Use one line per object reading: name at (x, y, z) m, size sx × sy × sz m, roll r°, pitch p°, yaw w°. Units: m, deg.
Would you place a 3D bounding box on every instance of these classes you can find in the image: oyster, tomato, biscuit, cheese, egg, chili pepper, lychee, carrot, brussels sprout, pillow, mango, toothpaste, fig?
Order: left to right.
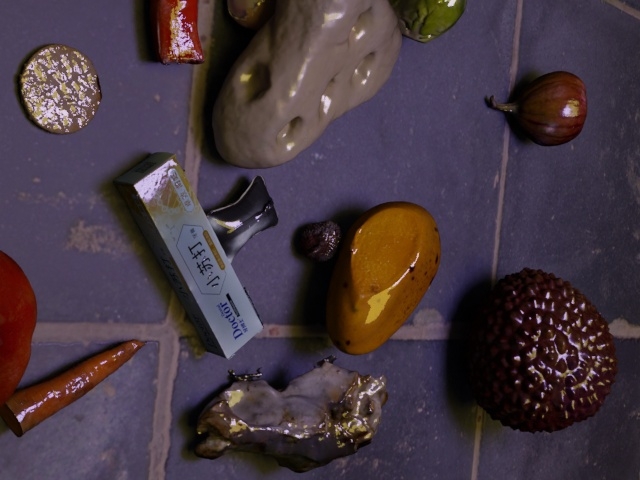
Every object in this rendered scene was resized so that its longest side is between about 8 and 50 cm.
tomato at (-0.426, 0.113, 1.074) m, size 0.200 × 0.139 × 0.233 m, roll 12°, pitch 85°, yaw -38°
biscuit at (-0.340, -0.198, 1.218) m, size 0.120 × 0.015 × 0.120 m, roll -5°, pitch 98°, yaw -44°
carrot at (-0.326, 0.184, 1.247) m, size 0.224 × 0.057 × 0.057 m, roll -31°, pitch 114°, yaw -44°
chili pepper at (-0.202, -0.310, 1.309) m, size 0.073 × 0.070 × 0.123 m, roll -1°, pitch 101°, yaw -1°
toothpaste at (-0.187, 0.026, 1.354) m, size 0.089 × 0.071 × 0.313 m, roll -41°, pitch 121°, yaw -30°
pillow at (-0.119, -0.032, 1.425) m, size 0.135 × 0.055 × 0.091 m, roll -40°, pitch 152°, yaw -32°
egg at (-0.093, -0.358, 1.403) m, size 0.096 × 0.080 × 0.080 m, roll -14°, pitch 103°, yaw -48°
oyster at (-0.040, 0.276, 1.465) m, size 0.337 × 0.133 × 0.198 m, roll 10°, pitch 113°, yaw -30°
cheese at (-0.001, -0.257, 1.461) m, size 0.351 × 0.129 × 0.328 m, roll -60°, pitch 158°, yaw 10°
lychee at (0.000, 0.000, 1.533) m, size 0.083 × 0.067 × 0.068 m, roll -44°, pitch 168°, yaw -53°
mango at (0.098, 0.070, 1.561) m, size 0.290 × 0.159 × 0.191 m, roll -60°, pitch 166°, yaw -26°
brussels sprout at (0.192, -0.421, 1.638) m, size 0.117 × 0.155 × 0.155 m, roll 19°, pitch 80°, yaw -45°
lychee at (0.427, 0.221, 1.818) m, size 0.306 × 0.306 × 0.330 m, roll -30°, pitch 110°, yaw -39°
fig at (0.464, -0.262, 1.928) m, size 0.202 × 0.148 × 0.149 m, roll -27°, pitch 82°, yaw 1°
